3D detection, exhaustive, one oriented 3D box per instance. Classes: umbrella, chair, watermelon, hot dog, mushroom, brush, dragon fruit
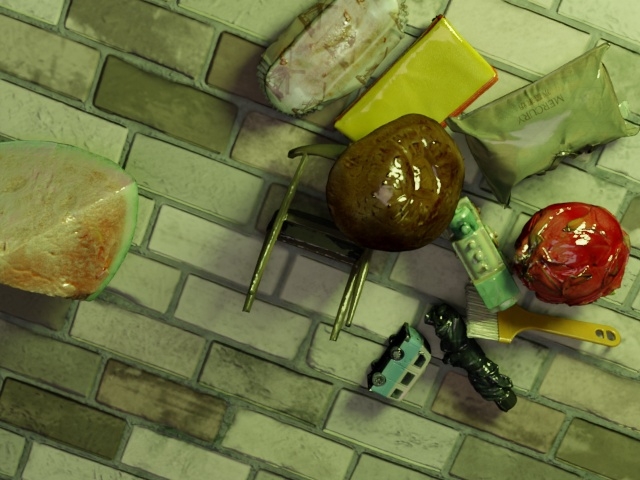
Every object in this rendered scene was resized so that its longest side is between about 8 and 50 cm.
[{"bbox_3d":[0.250,0.203,1.837,0.071,0.080,0.224,-40,112,2],"label":"umbrella"},{"bbox_3d":[0.000,0.000,1.740,0.188,0.166,0.272,19,75,-3],"label":"chair"},{"bbox_3d":[-0.478,-0.003,1.753,0.292,0.319,0.222,29,146,32],"label":"watermelon"},{"bbox_3d":[0.020,-0.293,1.685,0.268,0.075,0.144,-40,107,10],"label":"hot dog"},{"bbox_3d":[0.125,-0.082,1.631,0.231,0.138,0.194,-40,97,-21],"label":"mushroom"},{"bbox_3d":[0.367,0.137,1.807,0.272,0.103,0.013,11,141,-9],"label":"brush"},{"bbox_3d":[0.392,0.021,1.713,0.209,0.172,0.172,15,114,-44],"label":"dragon fruit"}]

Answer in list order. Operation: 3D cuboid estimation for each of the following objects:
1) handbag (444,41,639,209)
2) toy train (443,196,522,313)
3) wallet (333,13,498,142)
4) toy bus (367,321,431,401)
[{"bbox_3d":[0.347,-0.170,1.690,0.270,0.117,0.183,-27,115,6],"label":"handbag"},{"bbox_3d":[0.249,0.017,1.748,0.080,0.125,0.194,-30,105,8],"label":"toy train"},{"bbox_3d":[0.149,-0.221,1.712,0.141,0.067,0.241,41,110,-15],"label":"wallet"},{"bbox_3d":[0.137,0.207,1.849,0.075,0.060,0.123,29,109,-11],"label":"toy bus"}]
